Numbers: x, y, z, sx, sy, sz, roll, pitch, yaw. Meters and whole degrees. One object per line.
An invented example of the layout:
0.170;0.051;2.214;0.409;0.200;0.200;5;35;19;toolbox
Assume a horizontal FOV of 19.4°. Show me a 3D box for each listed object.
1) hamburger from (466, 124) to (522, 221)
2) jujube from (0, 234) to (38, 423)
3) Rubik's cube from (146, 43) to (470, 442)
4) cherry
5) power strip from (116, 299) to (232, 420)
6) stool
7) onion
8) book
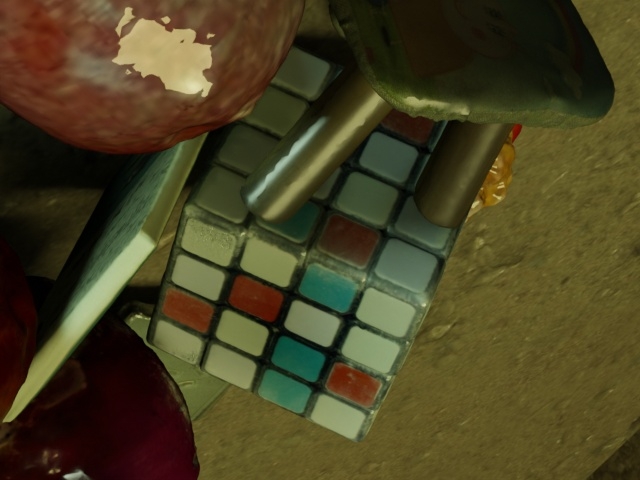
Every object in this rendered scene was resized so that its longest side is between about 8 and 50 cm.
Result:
0.121;-0.087;2.070;0.237;0.149;0.237;-22;152;-13;hamburger
-0.432;0.050;1.556;0.377;0.276;0.276;21;129;-26;jujube
0.000;0.001;1.885;0.256;0.253;0.259;111;3;-50;Rubik's cube
-0.158;-0.240;1.364;0.291;0.326;0.335;-27;121;40;cherry
-0.190;0.131;2.237;0.213;0.064;0.198;14;134;-37;power strip
0.061;-0.183;1.679;0.310;0.310;0.226;-1;149;-42;stool
-0.297;0.209;1.956;0.398;0.398;0.420;-39;176;19;onion
-0.177;-0.024;1.729;0.031;0.379;0.264;35;123;-12;book
